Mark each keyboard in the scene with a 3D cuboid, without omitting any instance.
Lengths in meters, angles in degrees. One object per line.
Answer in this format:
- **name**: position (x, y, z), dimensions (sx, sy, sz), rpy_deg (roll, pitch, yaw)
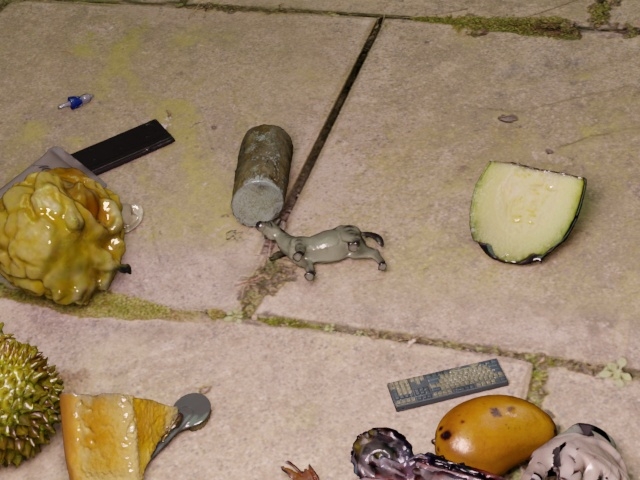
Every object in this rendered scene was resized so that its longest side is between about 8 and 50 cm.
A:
- **keyboard**: position (0.193, 0.218, 1.588), dimensions (0.176, 0.014, 0.055), rpy_deg (-12, 38, -6)
- **keyboard**: position (-0.450, -0.164, 2.120), dimensions (0.310, 0.018, 0.101), rpy_deg (-27, 43, -20)

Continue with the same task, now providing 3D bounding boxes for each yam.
- **yam**: position (-0.109, -0.119, 1.950), dimensions (0.107, 0.107, 0.194), rpy_deg (-2, 42, 7)

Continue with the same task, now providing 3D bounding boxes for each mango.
- **mango**: position (0.239, 0.270, 1.463), dimensions (0.178, 0.090, 0.115), rpy_deg (-21, 53, -20)

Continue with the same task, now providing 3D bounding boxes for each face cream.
- **face cream**: position (-0.561, -0.064, 1.978), dimensions (0.143, 0.089, 0.314), rpy_deg (35, 48, 13)

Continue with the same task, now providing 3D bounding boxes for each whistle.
- **whistle**: position (-0.534, -0.303, 2.286), dimensions (0.083, 0.029, 0.033), rpy_deg (-23, 6, -24)

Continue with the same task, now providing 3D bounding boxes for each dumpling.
- **dumpling**: position (-0.373, -0.039, 1.953), dimensions (0.076, 0.057, 0.052), rpy_deg (-7, -4, -35)

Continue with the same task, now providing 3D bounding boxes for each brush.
- **brush**: position (-0.259, 0.322, 1.534), dimensions (0.062, 0.027, 0.266), rpy_deg (25, 54, 33)

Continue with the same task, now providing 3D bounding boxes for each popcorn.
- **popcorn**: position (-0.436, -0.003, 1.775), dimensions (0.225, 0.249, 0.249), rpy_deg (31, 53, 26)

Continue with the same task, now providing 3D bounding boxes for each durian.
- **durian**: position (-0.472, 0.232, 1.510), dimensions (0.200, 0.236, 0.176), rpy_deg (-34, 59, -27)

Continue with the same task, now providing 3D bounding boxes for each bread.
- **bread**: position (-0.287, 0.292, 1.518), dimensions (0.140, 0.169, 0.160), rpy_deg (-5, -1, 18)

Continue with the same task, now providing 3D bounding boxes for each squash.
- **squash**: position (0.355, -0.032, 1.819), dimensions (0.192, 0.085, 0.184), rpy_deg (15, 74, 27)

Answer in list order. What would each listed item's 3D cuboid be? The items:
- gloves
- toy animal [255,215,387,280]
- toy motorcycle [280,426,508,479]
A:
- **gloves**: position (0.332, 0.320, 1.357), dimensions (0.111, 0.127, 0.212), rpy_deg (-38, 4, 24)
- **toy animal**: position (-0.001, 0.005, 1.821), dimensions (0.217, 0.073, 0.176), rpy_deg (-6, 26, -4)
- **toy motorcycle**: position (0.098, 0.351, 1.345), dimensions (0.401, 0.134, 0.207), rpy_deg (17, 90, 27)
